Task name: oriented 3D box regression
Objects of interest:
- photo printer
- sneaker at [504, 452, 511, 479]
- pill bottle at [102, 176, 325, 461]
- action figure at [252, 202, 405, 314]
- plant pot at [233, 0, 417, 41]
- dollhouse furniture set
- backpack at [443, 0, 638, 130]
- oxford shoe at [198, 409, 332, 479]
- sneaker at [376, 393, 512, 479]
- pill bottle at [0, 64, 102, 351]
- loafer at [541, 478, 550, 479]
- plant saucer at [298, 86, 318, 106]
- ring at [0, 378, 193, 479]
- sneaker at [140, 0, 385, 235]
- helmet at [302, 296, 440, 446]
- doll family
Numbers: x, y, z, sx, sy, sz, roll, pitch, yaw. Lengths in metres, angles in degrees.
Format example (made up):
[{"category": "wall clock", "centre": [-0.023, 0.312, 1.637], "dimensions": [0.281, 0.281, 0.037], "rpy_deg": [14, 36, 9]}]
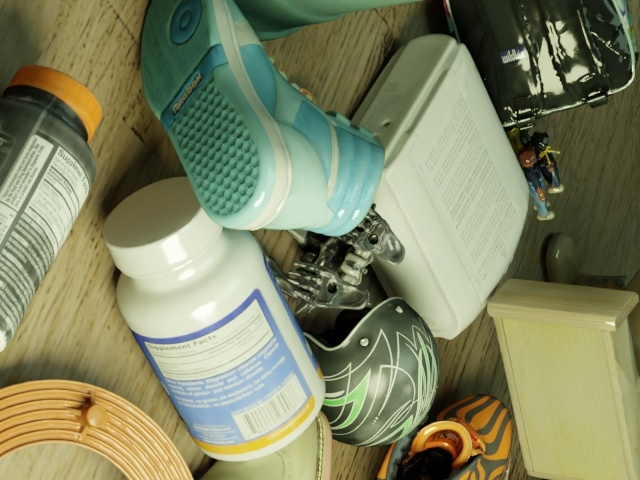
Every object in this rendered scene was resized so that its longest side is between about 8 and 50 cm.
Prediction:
[{"category": "photo printer", "centre": [0.142, -0.054, 2.147], "dimensions": [0.256, 0.107, 0.307], "rpy_deg": [-60, 136, -33]}, {"category": "sneaker", "centre": [0.199, 0.325, 2.285], "dimensions": [0.093, 0.088, 0.225], "rpy_deg": [48, 46, -76]}, {"category": "pill bottle", "centre": [-0.110, 0.075, 1.767], "dimensions": [0.152, 0.152, 0.272], "rpy_deg": [-54, 132, -38]}, {"category": "action figure", "centre": [0.000, 0.000, 1.906], "dimensions": [0.141, 0.275, 0.164], "rpy_deg": [37, 87, -10]}, {"category": "plant pot", "centre": [0.063, -0.382, 1.829], "dimensions": [0.341, 0.334, 0.341], "rpy_deg": [-3, 94, -53]}, {"category": "dollhouse furniture set", "centre": [0.395, 0.096, 2.279], "dimensions": [0.394, 0.362, 0.256], "rpy_deg": [-43, 129, -43]}, {"category": "backpack", "centre": [0.269, -0.293, 2.216], "dimensions": [0.191, 0.225, 0.253], "rpy_deg": [-67, 138, -67]}, {"category": "oxford shoe", "centre": [-0.112, 0.299, 1.791], "dimensions": [0.146, 0.140, 0.397], "rpy_deg": [54, 49, -34]}, {"category": "sneaker", "centre": [0.158, 0.258, 2.111], "dimensions": [0.321, 0.124, 0.180], "rpy_deg": [-46, 165, -44]}, {"category": "pill bottle", "centre": [-0.278, -0.034, 1.546], "dimensions": [0.130, 0.130, 0.246], "rpy_deg": [52, 51, -42]}, {"category": "loafer", "centre": [0.282, 0.456, 2.342], "dimensions": [0.134, 0.130, 0.366], "rpy_deg": [33, 74, -2]}, {"category": "plant saucer", "centre": [-0.028, -0.129, 1.987], "dimensions": [0.083, 0.013, 0.083], "rpy_deg": [-6, 97, -54]}, {"category": "ring", "centre": [-0.238, 0.293, 1.613], "dimensions": [0.336, 0.032, 0.337], "rpy_deg": [4, 83, -36]}, {"category": "sneaker", "centre": [-0.050, -0.125, 1.754], "dimensions": [0.208, 0.127, 0.319], "rpy_deg": [13, 45, -41]}, {"category": "helmet", "centre": [0.054, 0.146, 1.987], "dimensions": [0.169, 0.161, 0.169], "rpy_deg": [-4, 95, -54]}, {"category": "doll family", "centre": [0.268, -0.115, 2.308], "dimensions": [0.076, 0.193, 0.111], "rpy_deg": [-25, 134, -8]}]
